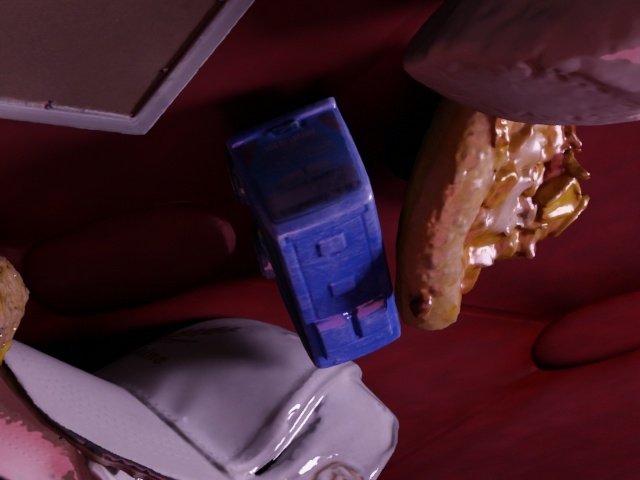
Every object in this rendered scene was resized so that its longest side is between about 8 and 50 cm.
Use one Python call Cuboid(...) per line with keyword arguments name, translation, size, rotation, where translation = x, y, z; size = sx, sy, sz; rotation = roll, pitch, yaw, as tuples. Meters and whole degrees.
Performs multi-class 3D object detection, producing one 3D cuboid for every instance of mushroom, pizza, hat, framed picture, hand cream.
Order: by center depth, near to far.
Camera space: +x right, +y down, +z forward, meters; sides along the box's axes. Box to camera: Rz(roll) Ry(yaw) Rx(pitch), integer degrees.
Cuboid(name="framed picture", translation=(-0.117, -0.135, 0.789), size=(0.217, 0.017, 0.274), rotation=(7, 146, -34))
Cuboid(name="mushroom", translation=(0.206, -0.144, 0.854), size=(0.350, 0.128, 0.128), rotation=(-25, 153, 7))
Cuboid(name="pizza", translation=(0.109, -0.027, 1.032), size=(0.161, 0.062, 0.182), rotation=(-5, 123, -51))
Cuboid(name="hand cream", translation=(0.099, -0.040, 1.093), size=(0.062, 0.039, 0.163), rotation=(-47, 146, 21))
Cuboid(name="hat", translation=(-0.114, 0.108, 1.181), size=(0.301, 0.168, 0.258), rotation=(30, 154, -27))

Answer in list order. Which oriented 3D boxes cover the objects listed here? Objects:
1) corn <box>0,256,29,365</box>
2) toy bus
Cuboid(name="corn", translation=(-0.321, 0.093, 1.021), size=(0.322, 0.119, 0.119), rotation=(-23, 154, 12))
Cuboid(name="toy bus", translation=(-0.002, 0.003, 1.050), size=(0.079, 0.094, 0.236), rotation=(-16, 154, 0))
